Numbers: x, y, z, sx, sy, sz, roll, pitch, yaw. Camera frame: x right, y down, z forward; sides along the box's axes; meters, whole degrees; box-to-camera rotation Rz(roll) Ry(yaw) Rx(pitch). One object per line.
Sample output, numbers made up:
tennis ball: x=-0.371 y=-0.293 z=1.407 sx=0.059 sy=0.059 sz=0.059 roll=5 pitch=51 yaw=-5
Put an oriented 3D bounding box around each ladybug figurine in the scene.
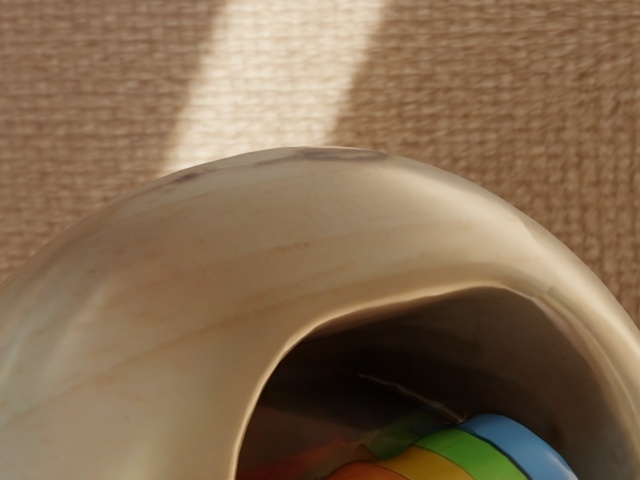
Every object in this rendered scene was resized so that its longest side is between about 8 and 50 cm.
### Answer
ladybug figurine: x=0.002 y=0.126 z=0.565 sx=0.162 sy=0.449 sz=0.305 roll=-20 pitch=80 yaw=34
